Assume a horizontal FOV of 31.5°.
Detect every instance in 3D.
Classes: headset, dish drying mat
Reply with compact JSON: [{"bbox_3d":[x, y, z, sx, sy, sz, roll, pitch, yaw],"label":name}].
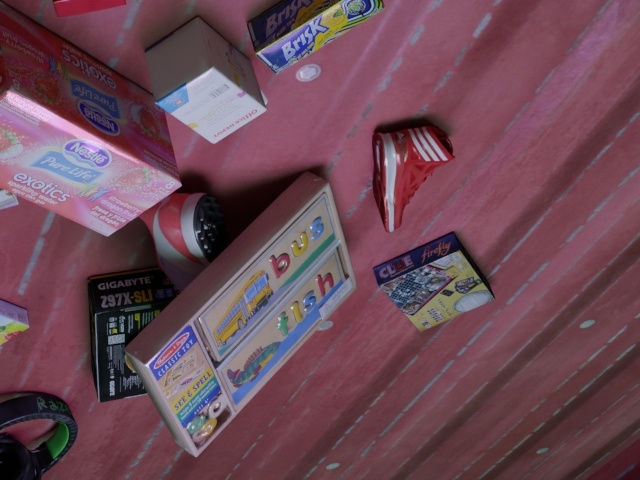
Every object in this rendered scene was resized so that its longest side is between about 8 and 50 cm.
[{"bbox_3d":[-0.656,0.413,2.176,0.394,0.185,0.243,-38,149,5],"label":"headset"},{"bbox_3d":[-0.275,-0.285,1.356,0.083,0.008,0.032,-14,149,-8],"label":"dish drying mat"}]

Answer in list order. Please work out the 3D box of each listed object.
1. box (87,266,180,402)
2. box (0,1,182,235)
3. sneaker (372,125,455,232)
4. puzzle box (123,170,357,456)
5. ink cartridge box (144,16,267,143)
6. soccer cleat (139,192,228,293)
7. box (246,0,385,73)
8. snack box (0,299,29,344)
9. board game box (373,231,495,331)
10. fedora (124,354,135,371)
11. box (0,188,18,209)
[{"bbox_3d":[-0.272,0.161,1.988,0.257,0.079,0.322,-10,148,-16],"label":"box"},{"bbox_3d":[-0.330,-0.142,1.414,0.142,0.154,0.300,-32,145,22],"label":"box"},{"bbox_3d":[0.152,-0.096,1.788,0.128,0.087,0.221,-13,149,-5],"label":"sneaker"},{"bbox_3d":[-0.107,0.115,1.769,0.409,0.052,0.272,-46,144,-23],"label":"puzzle box"},{"bbox_3d":[-0.144,-0.201,1.472,0.092,0.090,0.143,-29,148,18],"label":"ink cartridge box"},{"bbox_3d":[-0.193,0.047,1.783,0.116,0.108,0.318,6,138,20],"label":"soccer cleat"},{"bbox_3d":[-0.007,-0.284,1.440,0.169,0.059,0.054,-29,144,18],"label":"box"},{"bbox_3d":[-0.556,0.128,1.833,0.100,0.037,0.141,-31,146,19],"label":"snack box"},{"bbox_3d":[0.217,0.083,2.136,0.165,0.042,0.243,-25,148,12],"label":"board game box"},{"bbox_3d":[-0.234,0.203,1.924,0.194,0.079,0.194,-12,148,-8],"label":"fedora"},{"bbox_3d":[-0.573,-0.046,1.529,0.324,0.067,0.063,-16,148,-3],"label":"box"}]
